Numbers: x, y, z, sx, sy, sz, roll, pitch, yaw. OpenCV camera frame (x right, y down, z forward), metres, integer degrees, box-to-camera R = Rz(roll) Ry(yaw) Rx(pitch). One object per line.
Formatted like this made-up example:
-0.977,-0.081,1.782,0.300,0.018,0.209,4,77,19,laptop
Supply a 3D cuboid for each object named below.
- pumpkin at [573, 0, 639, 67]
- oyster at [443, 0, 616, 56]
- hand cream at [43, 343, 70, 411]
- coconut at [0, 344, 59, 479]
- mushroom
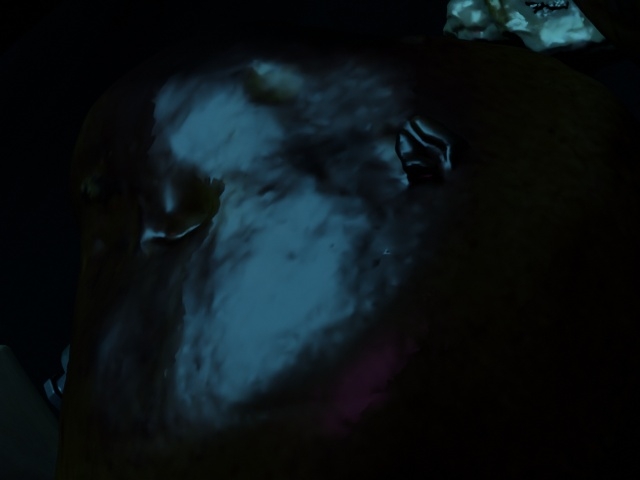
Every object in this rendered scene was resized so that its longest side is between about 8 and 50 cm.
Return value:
0.251,-0.183,0.688,0.225,0.256,0.303,8,79,63,pumpkin
0.155,-0.209,1.201,0.201,0.107,0.354,-46,17,-13,oyster
-0.105,0.037,1.309,0.256,0.055,0.088,-43,10,14,hand cream
-0.267,0.163,1.192,0.202,0.222,0.202,9,-90,-86,coconut
0.021,0.039,0.856,0.345,0.259,0.345,-19,54,29,mushroom
